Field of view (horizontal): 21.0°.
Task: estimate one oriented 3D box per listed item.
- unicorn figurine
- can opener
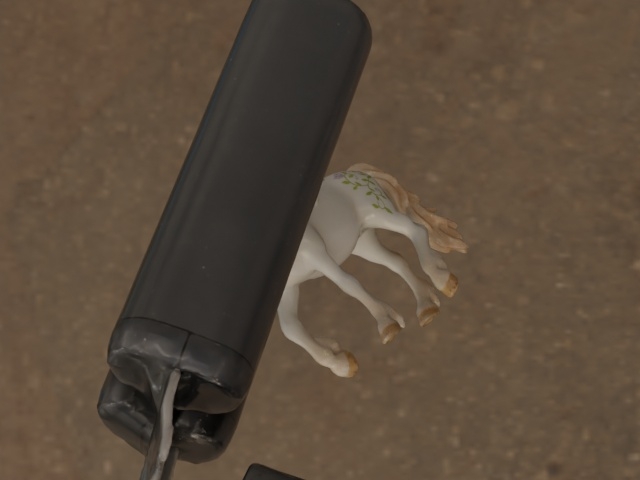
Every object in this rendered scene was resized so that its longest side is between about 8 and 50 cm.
[{"bbox_3d":[0.000,0.000,0.762,0.060,0.162,0.111,-43,81,21],"label":"unicorn figurine"},{"bbox_3d":[-0.020,0.045,0.556,0.076,0.095,0.283,112,178,-58],"label":"can opener"}]
